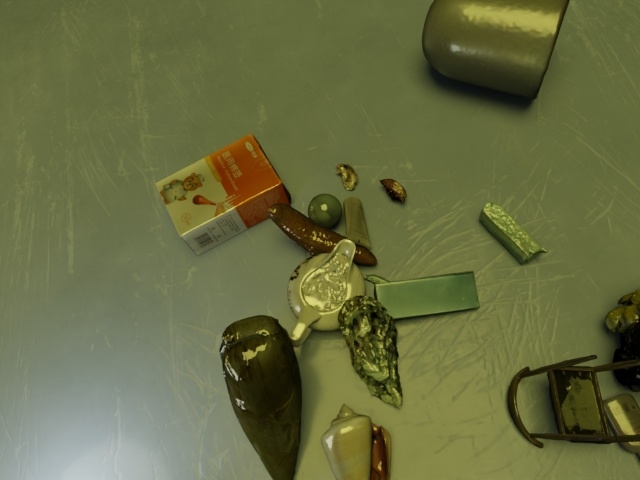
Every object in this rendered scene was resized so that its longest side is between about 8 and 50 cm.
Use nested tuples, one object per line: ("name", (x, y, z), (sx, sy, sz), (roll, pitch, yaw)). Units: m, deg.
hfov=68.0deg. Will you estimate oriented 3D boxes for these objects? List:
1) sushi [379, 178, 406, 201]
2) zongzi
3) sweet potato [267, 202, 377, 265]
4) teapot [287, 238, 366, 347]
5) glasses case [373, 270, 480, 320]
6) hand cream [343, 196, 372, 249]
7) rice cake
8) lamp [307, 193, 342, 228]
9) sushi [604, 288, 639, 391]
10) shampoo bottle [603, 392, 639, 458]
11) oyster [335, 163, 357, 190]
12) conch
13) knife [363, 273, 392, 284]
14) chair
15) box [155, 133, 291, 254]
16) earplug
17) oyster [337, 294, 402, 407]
("sushi", (0.221, -0.148, 1.425), (0.047, 0.050, 0.099), (-42, 60, -18))
("zongzi", (-0.118, 0.376, 1.070), (0.175, 0.356, 0.392), (-11, 66, -7))
("sweet potato", (-0.003, 0.000, 1.349), (0.342, 0.114, 0.092), (28, 66, -9))
("teapot", (0.008, 0.151, 1.260), (0.209, 0.166, 0.299), (28, 70, 2))
("glasses case", (0.280, 0.150, 1.272), (0.267, 0.056, 0.105), (-7, 84, -1))
("hand cream", (0.101, -0.056, 1.378), (0.087, 0.054, 0.186), (20, 43, -27))
("rice cake", (0.523, -0.019, 1.315), (0.063, 0.069, 0.206), (-33, 68, -9))
("lamp", (0.013, -0.086, 1.398), (0.105, 0.105, 0.105), (-3, 65, 7))
("sushi", (0.841, 0.184, 1.038), (0.329, 0.328, 0.284), (-5, 70, 11))
("shampoo bottle", (0.718, 0.441, 1.087), (0.080, 0.040, 0.165), (-18, 65, -1))
("oyster", (0.082, -0.199, 1.488), (0.081, 0.038, 0.083), (8, 92, 23))
("conch", (0.080, 0.514, 1.121), (0.159, 0.127, 0.254), (-2, 86, -24))
("knife", (0.216, 0.139, 1.314), (0.210, 0.015, 0.028), (26, 76, 19))
("chair", (0.576, 0.361, 1.059), (0.167, 0.272, 0.187), (9, 65, -19))
("box", (-0.289, -0.143, 1.450), (0.342, 0.143, 0.224), (-29, 65, -7))
("earplug", (0.519, -0.637, 1.465), (0.395, 0.312, 0.312), (20, 70, 17))
("oyster", (0.127, 0.272, 1.201), (0.200, 0.087, 0.251), (15, 78, -12))
